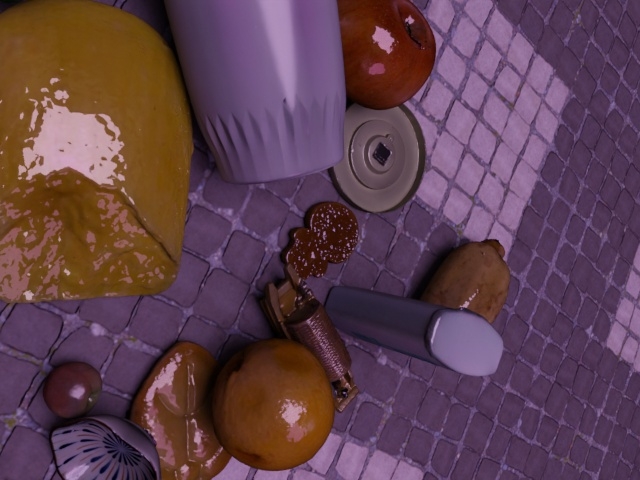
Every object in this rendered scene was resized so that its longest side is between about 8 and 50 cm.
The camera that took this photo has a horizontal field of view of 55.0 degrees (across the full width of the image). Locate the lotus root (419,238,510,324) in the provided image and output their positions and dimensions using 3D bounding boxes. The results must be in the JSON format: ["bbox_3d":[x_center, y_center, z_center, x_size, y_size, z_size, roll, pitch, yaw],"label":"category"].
[{"bbox_3d":[0.307,0.110,1.290,0.284,0.146,0.160,-52,136,-23],"label":"lotus root"}]

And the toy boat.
[{"bbox_3d":[-0.011,0.181,1.095,0.089,0.115,0.310,-38,112,-29],"label":"toy boat"}]

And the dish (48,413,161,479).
[{"bbox_3d":[-0.298,0.314,0.899,0.191,0.190,0.066,67,27,-18],"label":"dish"}]

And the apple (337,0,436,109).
[{"bbox_3d":[0.099,-0.341,1.079,0.234,0.173,0.211,-18,87,-57],"label":"apple"}]

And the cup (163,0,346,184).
[{"bbox_3d":[-0.087,-0.288,0.921,0.253,0.253,0.372,-22,111,-31],"label":"cup"}]

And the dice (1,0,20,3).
[{"bbox_3d":[-0.362,-0.483,0.716,0.297,0.287,0.300,48,67,-27],"label":"dice"}]

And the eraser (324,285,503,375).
[{"bbox_3d":[0.161,0.155,1.105,0.189,0.290,0.104,21,82,-34],"label":"eraser"}]

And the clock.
[{"bbox_3d":[0.115,-0.169,1.210,0.234,0.029,0.235,-2,94,-34],"label":"clock"}]

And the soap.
[{"bbox_3d":[-0.325,-0.123,0.867,0.305,0.115,0.428,-2,94,-31],"label":"soap"}]

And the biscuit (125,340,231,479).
[{"bbox_3d":[-0.221,0.293,1.006,0.202,0.041,0.260,-2,96,-34],"label":"biscuit"}]

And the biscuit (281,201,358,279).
[{"bbox_3d":[0.000,0.000,1.146,0.175,0.026,0.124,-39,112,-26],"label":"biscuit"}]

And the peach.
[{"bbox_3d":[-0.358,0.214,0.885,0.083,0.083,0.083,-2,94,-34],"label":"peach"}]

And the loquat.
[{"bbox_3d":[-0.073,0.261,0.981,0.207,0.208,0.208,-2,94,-34],"label":"loquat"}]
